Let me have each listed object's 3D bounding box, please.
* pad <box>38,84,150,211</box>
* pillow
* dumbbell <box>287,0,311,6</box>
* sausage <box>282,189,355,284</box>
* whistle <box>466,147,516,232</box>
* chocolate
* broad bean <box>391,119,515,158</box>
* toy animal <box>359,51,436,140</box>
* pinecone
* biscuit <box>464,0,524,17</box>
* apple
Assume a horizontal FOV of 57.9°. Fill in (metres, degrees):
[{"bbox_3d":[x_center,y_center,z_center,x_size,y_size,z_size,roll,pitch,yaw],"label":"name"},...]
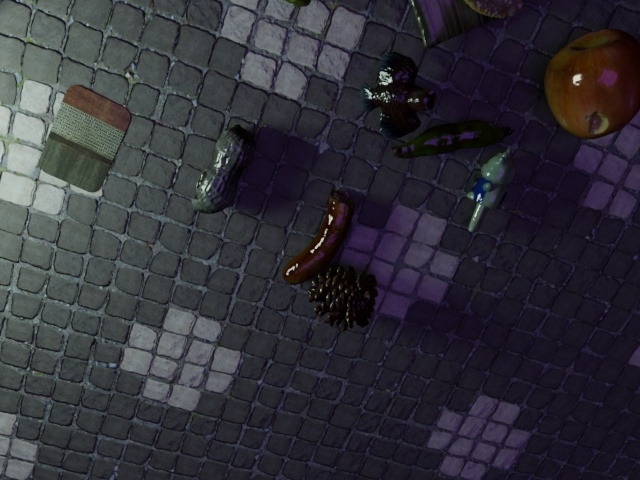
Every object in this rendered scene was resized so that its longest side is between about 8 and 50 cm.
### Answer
[{"bbox_3d":[-0.532,-0.212,1.468,0.323,0.055,0.250,31,106,4],"label":"pad"},{"bbox_3d":[0.315,-0.597,1.385,0.212,0.052,0.208,-22,106,3],"label":"pillow"},{"bbox_3d":[-0.012,-0.683,1.299,0.108,0.121,0.302,35,107,14],"label":"dumbbell"},{"bbox_3d":[0.004,0.003,1.581,0.103,0.076,0.302,30,105,-6],"label":"sausage"},{"bbox_3d":[0.453,-0.135,1.552,0.092,0.110,0.244,28,110,19],"label":"whistle"},{"bbox_3d":[-0.244,-0.175,1.479,0.110,0.110,0.248,27,107,-13],"label":"chocolate"},{"bbox_3d":[0.349,-0.268,1.510,0.339,0.061,0.077,-8,123,-1],"label":"broad bean"},{"bbox_3d":[0.191,-0.344,1.410,0.116,0.179,0.218,-14,114,-26],"label":"toy animal"},{"bbox_3d":[0.062,0.157,1.597,0.195,0.150,0.179,16,72,1],"label":"pinecone"},{"bbox_3d":[0.388,-0.632,1.341,0.265,0.040,0.188,43,85,-22],"label":"biscuit"},{"bbox_3d":[0.674,-0.370,1.403,0.242,0.242,0.241,-25,117,6],"label":"apple"}]
